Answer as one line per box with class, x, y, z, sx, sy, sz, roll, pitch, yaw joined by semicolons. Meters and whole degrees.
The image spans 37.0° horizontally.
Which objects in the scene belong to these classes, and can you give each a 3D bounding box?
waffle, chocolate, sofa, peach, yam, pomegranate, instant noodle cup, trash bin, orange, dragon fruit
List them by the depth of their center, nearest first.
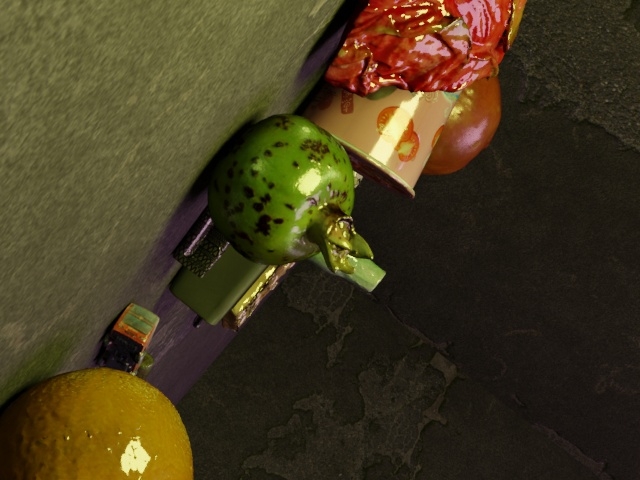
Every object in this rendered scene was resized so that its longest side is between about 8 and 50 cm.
orange;-0.289;0.289;1.197;0.274;0.274;0.274;-52;177;-3
pomegranate;-0.033;-0.053;1.284;0.211;0.263;0.211;-33;142;-30
dragon fruit;0.133;-0.318;1.397;0.330;0.302;0.240;-43;-157;-15
sofa;-0.168;-0.006;1.467;0.118;0.060;0.039;-53;-179;8
instant noodle cup;0.110;-0.226;1.586;0.231;0.243;0.243;-58;178;-2
trash bin;-0.136;0.012;1.664;0.240;0.122;0.164;-51;179;17
yam;-0.356;0.252;1.893;0.043;0.043;0.094;-50;175;-40
chocolate;0.000;0.000;1.927;0.110;0.291;0.110;-53;174;-7
peach;0.260;-0.305;2.181;0.342;0.302;0.343;-53;177;-5
waffle;-0.115;0.025;2.188;0.376;0.114;0.261;-51;178;-15

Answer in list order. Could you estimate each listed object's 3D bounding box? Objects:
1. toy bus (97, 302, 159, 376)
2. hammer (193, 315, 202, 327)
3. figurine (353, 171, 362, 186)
toy bus;-0.300;0.163;1.490;0.077;0.065;0.192;-63;-176;-33
hammer;-0.257;0.143;2.399;0.182;0.017;0.062;-52;178;-35
figurine;0.033;-0.168;1.934;0.145;0.181;0.257;-17;-179;4
